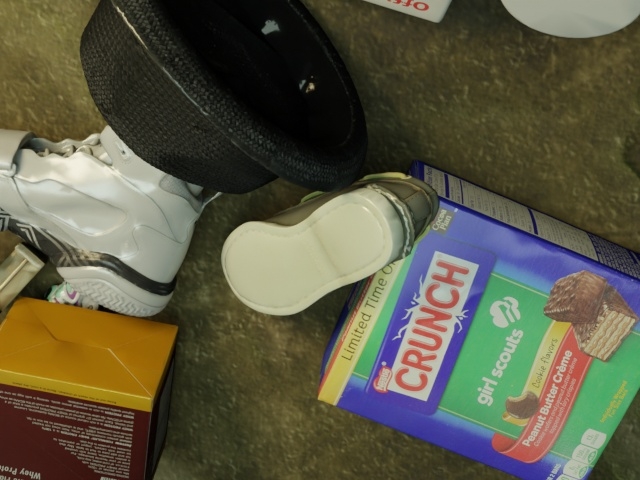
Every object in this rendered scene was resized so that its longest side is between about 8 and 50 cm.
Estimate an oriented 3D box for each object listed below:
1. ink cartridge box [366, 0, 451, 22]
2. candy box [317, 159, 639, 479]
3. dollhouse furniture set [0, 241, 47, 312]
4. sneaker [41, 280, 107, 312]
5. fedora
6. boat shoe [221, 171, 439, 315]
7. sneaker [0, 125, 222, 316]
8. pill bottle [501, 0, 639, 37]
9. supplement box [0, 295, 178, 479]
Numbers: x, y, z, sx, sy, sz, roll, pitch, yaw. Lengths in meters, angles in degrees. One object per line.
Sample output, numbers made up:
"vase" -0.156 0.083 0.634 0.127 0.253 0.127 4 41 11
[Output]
"ink cartridge box" 0.069 -0.320 0.930 0.172 0.237 0.100 17 69 -2
"candy box" 0.192 0.099 1.129 0.317 0.122 0.268 22 109 -3
"dollhouse furniture set" -0.425 0.050 1.164 0.129 0.129 0.183 43 82 -10
"sneaker" -0.283 0.074 1.193 0.069 0.038 0.098 34 129 -27
"fedora" -0.111 -0.157 0.987 0.152 0.334 0.334 -35 104 30
"boat shoe" 0.002 0.004 1.067 0.305 0.091 0.109 -20 96 52
"sneaker" -0.280 -0.087 1.090 0.366 0.137 0.210 32 107 -13
"pill bottle" 0.241 -0.321 0.900 0.153 0.153 0.264 16 67 -2
"supplement box" -0.277 0.193 1.164 0.191 0.129 0.194 11 122 0
